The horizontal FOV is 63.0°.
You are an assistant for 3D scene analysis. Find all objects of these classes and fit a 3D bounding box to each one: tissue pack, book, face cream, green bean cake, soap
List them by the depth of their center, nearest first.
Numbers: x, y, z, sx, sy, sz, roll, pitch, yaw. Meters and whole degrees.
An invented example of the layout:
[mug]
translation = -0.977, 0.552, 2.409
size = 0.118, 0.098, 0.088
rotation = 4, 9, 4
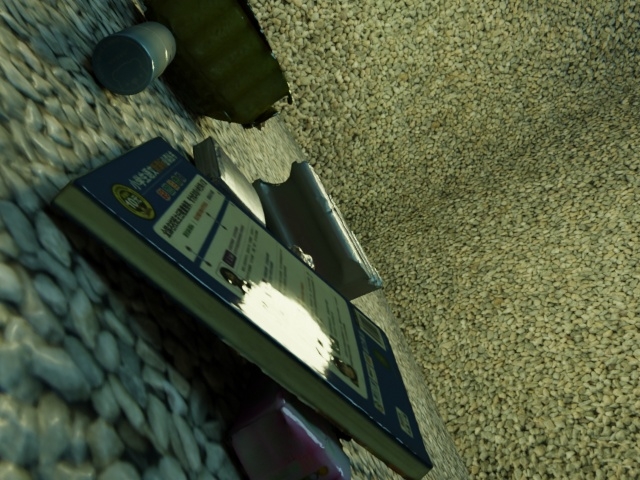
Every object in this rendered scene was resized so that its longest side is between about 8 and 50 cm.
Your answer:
[book]
translation = -0.059, 0.052, 0.596
size = 0.428, 0.039, 0.300
rotation = 42, 11, -14
[face cream]
translation = -0.262, -0.271, 0.759
size = 0.077, 0.077, 0.250
rotation = 57, 8, -26
[tissue pack]
translation = -0.155, -0.087, 0.895
size = 0.156, 0.051, 0.112
rotation = 52, 13, -50
[green bean cake]
translation = -0.228, -0.384, 1.069
size = 0.310, 0.202, 0.285
rotation = 56, -4, -35
[soap]
translation = 0.000, 0.000, 1.183
size = 0.303, 0.158, 0.257
rotation = 65, 12, 17

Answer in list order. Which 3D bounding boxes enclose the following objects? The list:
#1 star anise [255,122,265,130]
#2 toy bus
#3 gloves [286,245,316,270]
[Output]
[star anise]
translation = -0.228, -0.413, 1.579
size = 0.197, 0.073, 0.212
rotation = 59, 9, 11
[toy bus]
translation = -0.026, 0.177, 0.592
size = 0.112, 0.090, 0.274
rotation = 52, 9, -9
[gloves]
translation = -0.053, 0.057, 0.892
size = 0.144, 0.094, 0.111
rotation = 57, -10, 54
